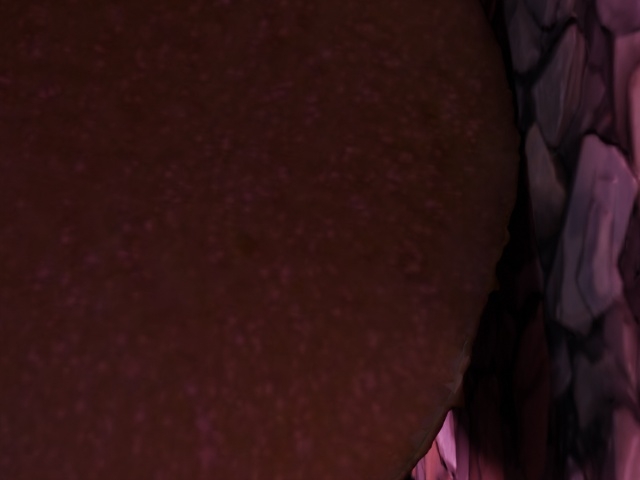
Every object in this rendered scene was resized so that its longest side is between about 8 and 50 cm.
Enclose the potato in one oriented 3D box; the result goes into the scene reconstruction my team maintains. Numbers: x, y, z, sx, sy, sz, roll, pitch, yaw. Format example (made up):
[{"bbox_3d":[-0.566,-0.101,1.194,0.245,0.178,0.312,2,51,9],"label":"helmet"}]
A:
[{"bbox_3d":[-0.092,0.011,0.464,0.319,0.385,0.442,92,-170,-67],"label":"potato"}]
